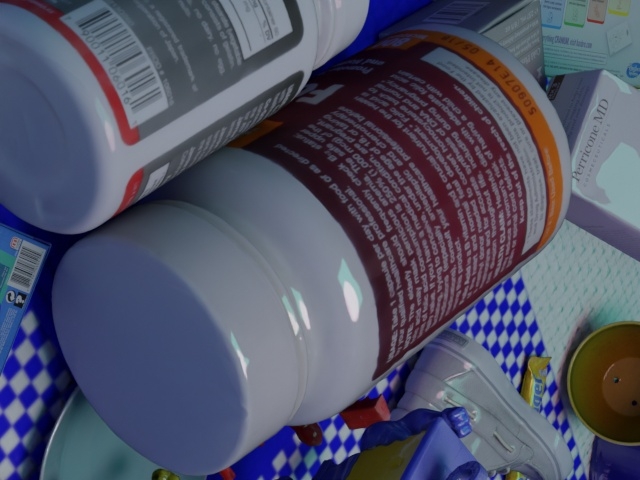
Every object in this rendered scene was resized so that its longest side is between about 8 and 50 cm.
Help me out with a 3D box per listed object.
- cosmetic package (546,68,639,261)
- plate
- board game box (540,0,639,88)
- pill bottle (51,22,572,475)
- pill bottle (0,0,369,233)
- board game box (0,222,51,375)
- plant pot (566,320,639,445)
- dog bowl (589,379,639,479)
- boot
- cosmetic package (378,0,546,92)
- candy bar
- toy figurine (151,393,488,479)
[{"bbox_3d":[0.295,-0.050,1.520,0.231,0.085,0.117,27,78,-26],"label":"cosmetic package"},{"bbox_3d":[-0.153,0.167,1.313,0.188,0.024,0.188,-20,117,-46],"label":"plate"},{"bbox_3d":[0.256,-0.313,1.639,0.242,0.064,0.316,0,101,-52],"label":"board game box"},{"bbox_3d":[0.000,0.000,1.287,0.392,0.224,0.224,-34,126,-42],"label":"pill bottle"},{"bbox_3d":[-0.105,-0.135,1.162,0.283,0.161,0.161,-36,128,-40],"label":"pill bottle"},{"bbox_3d":[-0.284,0.040,1.086,0.210,0.047,0.160,30,79,-52],"label":"board game box"},{"bbox_3d":[0.342,0.159,1.865,0.095,0.134,0.134,30,77,-75],"label":"plant pot"},{"bbox_3d":[0.429,0.250,2.007,0.265,0.104,0.265,-21,117,-47],"label":"dog bowl"},{"bbox_3d":[0.151,0.201,1.666,0.123,0.095,0.258,-55,130,-16],"label":"boot"},{"bbox_3d":[0.136,-0.094,1.529,0.127,0.107,0.238,-37,125,-42],"label":"cosmetic package"},{"bbox_3d":[0.218,0.200,1.796,0.040,0.018,0.161,2,99,-52],"label":"candy bar"},{"bbox_3d":[0.017,0.197,1.293,0.191,0.217,0.362,60,39,-21],"label":"toy figurine"}]
